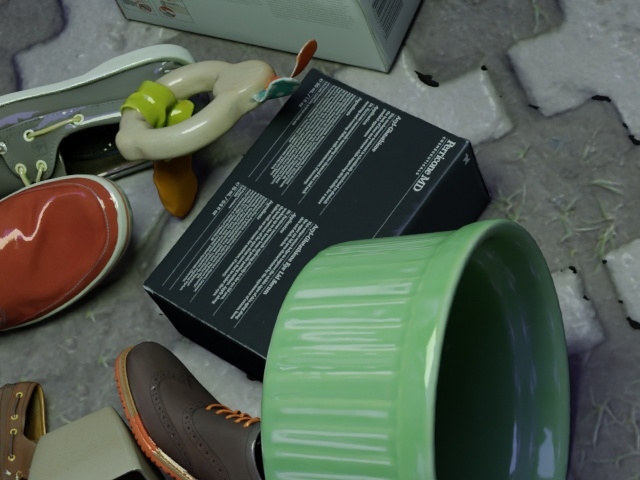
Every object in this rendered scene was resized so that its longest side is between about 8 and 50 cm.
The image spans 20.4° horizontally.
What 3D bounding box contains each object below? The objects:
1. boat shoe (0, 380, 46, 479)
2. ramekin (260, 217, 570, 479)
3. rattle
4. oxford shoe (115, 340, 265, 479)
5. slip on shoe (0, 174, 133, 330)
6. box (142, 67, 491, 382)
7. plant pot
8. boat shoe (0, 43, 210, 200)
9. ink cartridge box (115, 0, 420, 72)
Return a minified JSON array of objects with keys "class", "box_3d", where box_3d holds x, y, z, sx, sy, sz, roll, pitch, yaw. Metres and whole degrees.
[{"class":"boat shoe","box_3d":[-0.263,0.200,1.576,0.060,0.064,0.178,-22,54,7]},{"class":"ramekin","box_3d":[0.076,0.135,1.371,0.148,0.303,0.303,-1,61,26]},{"class":"rattle","box_3d":[-0.074,-0.094,1.607,0.199,0.143,0.130,-15,18,14]},{"class":"oxford shoe","box_3d":[-0.073,0.171,1.494,0.271,0.097,0.098,48,120,25]},{"class":"slip on shoe","box_3d":[-0.327,0.032,1.650,0.331,0.101,0.123,-20,86,9]},{"class":"box","box_3d":[0.000,0.000,1.583,0.184,0.103,0.261,28,72,33]},{"class":"plant pot","box_3d":[-0.189,0.209,1.527,0.109,0.109,0.096,-24,45,5]},{"class":"boat shoe","box_3d":[-0.250,-0.090,1.711,0.305,0.109,0.091,-23,52,0]},{"class":"ink cartridge box","box_3d":[-0.033,-0.337,1.770,0.309,0.130,0.272,14,65,25]}]
